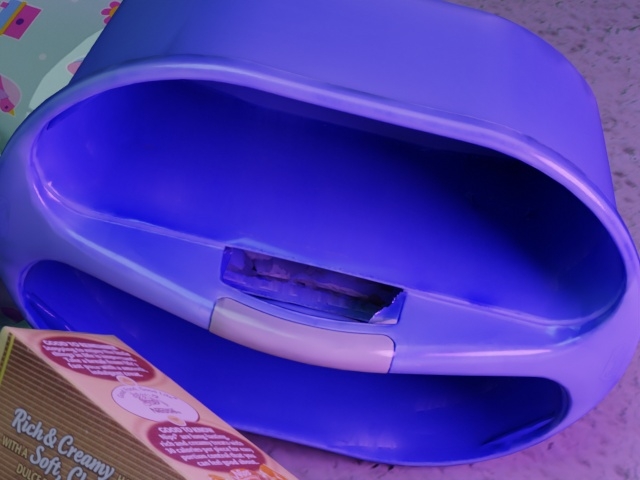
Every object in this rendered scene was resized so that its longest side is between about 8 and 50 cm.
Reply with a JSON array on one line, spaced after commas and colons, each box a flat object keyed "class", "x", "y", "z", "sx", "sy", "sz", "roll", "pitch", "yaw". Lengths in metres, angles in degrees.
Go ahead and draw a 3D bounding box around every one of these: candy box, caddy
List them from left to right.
[{"class": "candy box", "x": -0.058, "y": 0.193, "z": 0.644, "sx": 0.316, "sy": 0.087, "sz": 0.183, "roll": 33, "pitch": 102, "yaw": 34}, {"class": "caddy", "x": 0.000, "y": 0.000, "z": 0.767, "sx": 0.341, "sy": 0.241, "sz": 0.179, "roll": 13, "pitch": 40, "yaw": -2}]

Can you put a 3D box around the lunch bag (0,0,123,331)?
[{"class": "lunch bag", "x": -0.218, "y": -0.068, "z": 0.946, "sx": 0.223, "sy": 0.160, "sz": 0.262, "roll": 32, "pitch": 69, "yaw": 29}]
